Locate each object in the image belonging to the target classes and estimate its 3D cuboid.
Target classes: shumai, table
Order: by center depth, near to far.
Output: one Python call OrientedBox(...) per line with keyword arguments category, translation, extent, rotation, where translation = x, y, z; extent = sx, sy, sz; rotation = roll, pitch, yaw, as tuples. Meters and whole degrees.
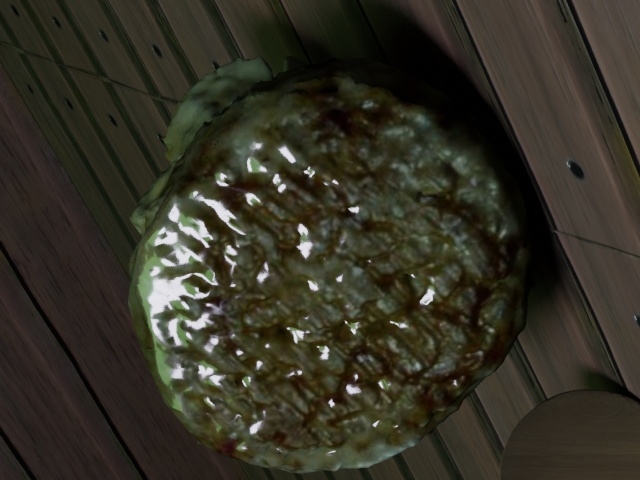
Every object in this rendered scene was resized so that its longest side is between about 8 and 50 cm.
OrientedBox(category="shumai", translation=(0.000, 0.000, 1.667), extent=(0.395, 0.395, 0.348), rotation=(58, -173, -16))
OrientedBox(category="table", translation=(0.268, 0.263, 1.700), extent=(0.167, 0.167, 0.226), rotation=(44, 169, 27))
